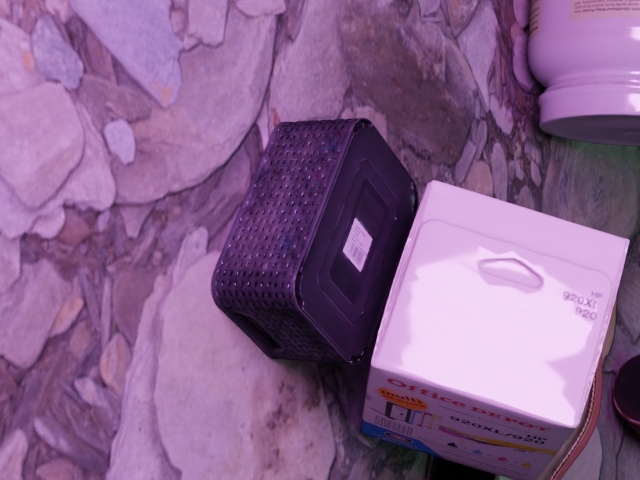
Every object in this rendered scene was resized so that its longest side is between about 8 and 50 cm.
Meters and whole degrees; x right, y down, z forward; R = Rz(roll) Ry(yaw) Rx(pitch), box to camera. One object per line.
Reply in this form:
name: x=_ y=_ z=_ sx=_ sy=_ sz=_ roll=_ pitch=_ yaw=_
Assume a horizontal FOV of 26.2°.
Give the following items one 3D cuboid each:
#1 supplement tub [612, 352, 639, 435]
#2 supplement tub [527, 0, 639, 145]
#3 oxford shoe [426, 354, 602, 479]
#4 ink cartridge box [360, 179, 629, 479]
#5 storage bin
supplement tub: x=0.458 y=0.224 z=1.776 sx=0.198 sy=0.106 sz=0.106 roll=41 pitch=58 yaw=-47
supplement tub: x=0.346 y=-0.278 z=1.491 sx=0.235 sy=0.235 sz=0.325 roll=11 pitch=82 yaw=-55
oxford shoe: x=0.191 y=0.180 z=1.379 sx=0.130 sy=0.123 sz=0.348 roll=47 pitch=52 yaw=-39
ink cartridge box: x=0.138 y=0.085 z=1.167 sx=0.233 sy=0.171 sz=0.168 roll=91 pitch=16 yaw=-69
storage bin: x=0.000 y=0.000 z=1.127 sx=0.122 sy=0.084 sz=0.180 roll=50 pitch=51 yaw=-44
